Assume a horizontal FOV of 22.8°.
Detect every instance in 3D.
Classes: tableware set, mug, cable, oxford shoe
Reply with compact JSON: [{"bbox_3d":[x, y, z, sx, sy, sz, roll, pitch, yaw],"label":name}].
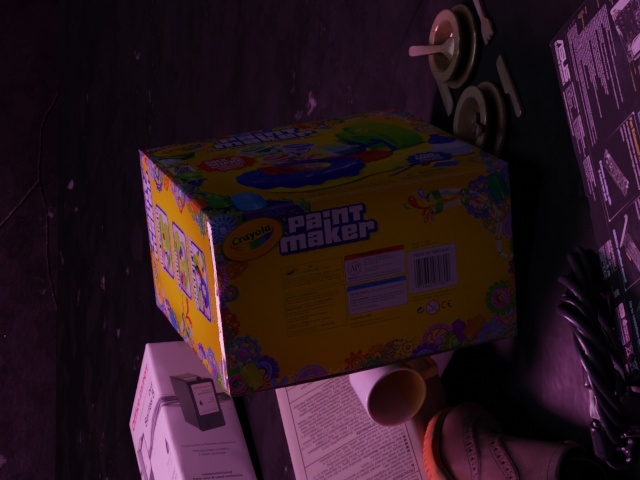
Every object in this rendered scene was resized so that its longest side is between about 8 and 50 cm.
[{"bbox_3d":[0.138,-0.155,1.592,0.128,0.039,0.194,115,149,-47],"label":"tableware set"},{"bbox_3d":[0.065,0.135,1.507,0.064,0.078,0.062,43,122,56],"label":"mug"},{"bbox_3d":[0.215,0.079,1.251,0.184,0.047,0.150,-82,-30,-50],"label":"cable"},{"bbox_3d":[0.187,0.224,1.372,0.133,0.130,0.363,-43,23,8],"label":"oxford shoe"}]

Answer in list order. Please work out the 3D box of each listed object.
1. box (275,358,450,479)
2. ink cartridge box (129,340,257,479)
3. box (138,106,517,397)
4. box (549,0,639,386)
[{"bbox_3d":[0.068,0.249,1.534,0.148,0.121,0.311,-29,44,15],"label":"box"},{"bbox_3d":[-0.193,0.310,2.338,0.273,0.115,0.198,-111,27,-42],"label":"ink cartridge box"},{"bbox_3d":[0.000,0.000,1.557,0.279,0.290,0.177,-143,45,-65],"label":"box"},{"bbox_3d":[0.277,-0.078,1.155,0.242,0.076,0.307,127,140,-57],"label":"box"}]
